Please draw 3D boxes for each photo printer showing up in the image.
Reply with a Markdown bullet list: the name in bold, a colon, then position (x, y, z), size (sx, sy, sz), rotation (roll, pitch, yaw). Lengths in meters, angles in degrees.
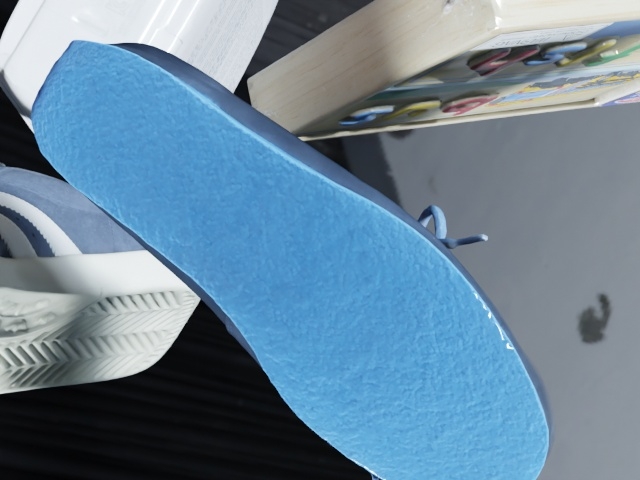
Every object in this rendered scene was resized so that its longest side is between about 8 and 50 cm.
- **photo printer**: position (-0.115, -0.158, 0.892), size (0.256, 0.107, 0.307), rotation (-62, -2, -9)

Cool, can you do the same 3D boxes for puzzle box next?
- **puzzle box**: position (0.187, -0.137, 0.832), size (0.272, 0.409, 0.052), rotation (-18, 83, 60)

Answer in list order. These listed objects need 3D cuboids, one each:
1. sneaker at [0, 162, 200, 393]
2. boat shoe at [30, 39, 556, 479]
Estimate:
- **sneaker**: position (-0.239, 0.014, 0.758), size (0.148, 0.350, 0.131), rotation (49, 113, 28)
- **boat shoe**: position (0.000, 0.000, 0.516), size (0.109, 0.258, 0.089), rotation (-45, -6, 14)
